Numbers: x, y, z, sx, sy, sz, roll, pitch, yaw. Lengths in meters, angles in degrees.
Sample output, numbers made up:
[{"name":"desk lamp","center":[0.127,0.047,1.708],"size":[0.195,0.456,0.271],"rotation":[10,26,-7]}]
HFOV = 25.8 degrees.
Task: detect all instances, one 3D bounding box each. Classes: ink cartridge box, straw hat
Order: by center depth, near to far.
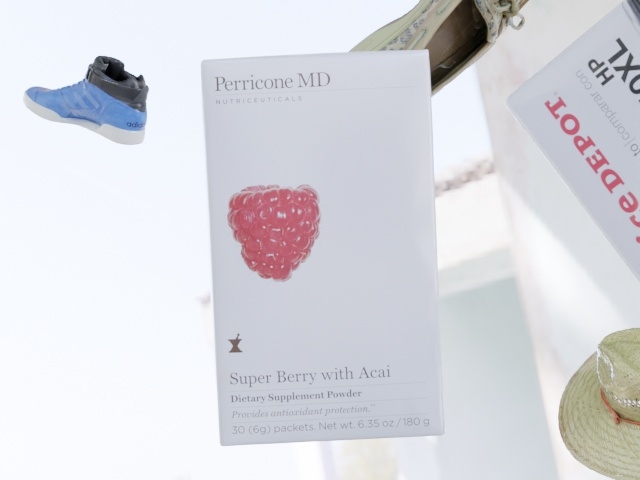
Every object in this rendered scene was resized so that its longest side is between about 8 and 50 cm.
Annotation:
[{"name":"straw hat","center":[0.217,0.090,0.929],"size":[0.144,0.144,0.061],"rotation":[-14,-49,22]},{"name":"ink cartridge box","center":[0.417,-0.140,1.293],"size":[0.395,0.285,0.166],"rotation":[-40,-12,24]}]

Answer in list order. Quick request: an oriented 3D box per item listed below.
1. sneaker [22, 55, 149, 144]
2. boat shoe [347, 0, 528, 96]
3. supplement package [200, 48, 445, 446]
[{"name":"sneaker","center":[-0.249,-0.163,1.499],"size":[0.152,0.085,0.058],"rotation":[21,21,24]},{"name":"boat shoe","center":[0.146,-0.220,1.486],"size":[0.285,0.089,0.104],"rotation":[-42,-46,-4]},{"name":"supplement package","center":[0.000,0.000,1.118],"size":[0.177,0.293,0.175],"rotation":[-3,5,-1]}]
